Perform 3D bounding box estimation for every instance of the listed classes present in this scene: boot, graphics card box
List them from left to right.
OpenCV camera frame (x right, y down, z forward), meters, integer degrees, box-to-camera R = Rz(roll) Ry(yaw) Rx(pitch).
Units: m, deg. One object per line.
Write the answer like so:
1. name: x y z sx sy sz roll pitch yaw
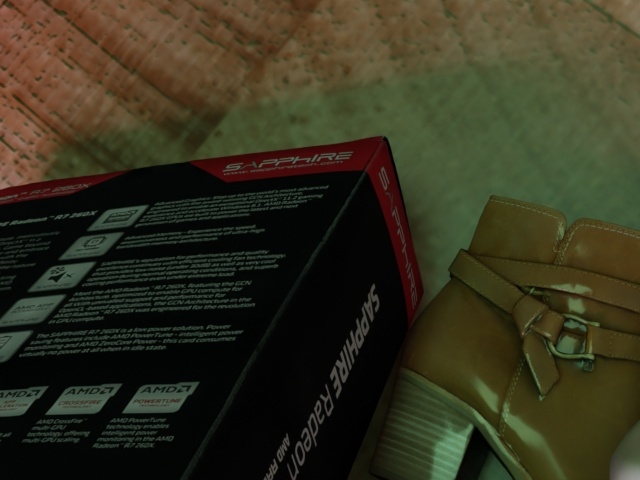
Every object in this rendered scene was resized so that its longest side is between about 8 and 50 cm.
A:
1. graphics card box: -0.112 0.082 0.471 0.233 0.371 0.094 -6 114 19
2. boot: 0.133 0.071 0.567 0.197 0.073 0.152 22 79 13

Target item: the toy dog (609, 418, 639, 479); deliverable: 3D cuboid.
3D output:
1. toy dog: 0.254 -0.069 0.373 0.395 0.408 0.284 -24 71 0
